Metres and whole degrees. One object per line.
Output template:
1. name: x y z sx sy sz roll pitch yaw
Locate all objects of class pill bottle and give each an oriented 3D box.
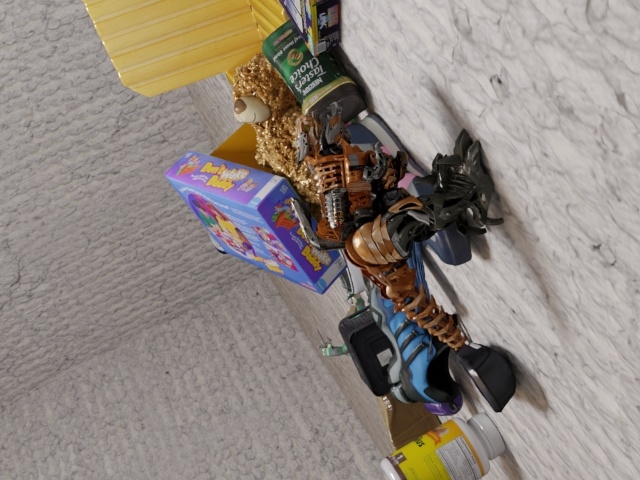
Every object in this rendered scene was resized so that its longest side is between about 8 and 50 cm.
1. pill bottle: 0.226 0.402 1.630 0.117 0.215 0.117 60 171 16

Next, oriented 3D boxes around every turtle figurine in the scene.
1. turtle figurine: 0.077 0.220 2.169 0.118 0.175 0.234 34 177 15

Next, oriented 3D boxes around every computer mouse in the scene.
1. computer mouse: 0.238 0.169 1.383 0.184 0.060 0.262 57 -178 8

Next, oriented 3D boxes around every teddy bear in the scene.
1. teddy bear: -0.054 -0.156 1.552 0.245 0.113 0.338 45 164 50

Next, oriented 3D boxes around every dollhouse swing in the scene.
1. dollhouse swing: -0.227 -0.380 1.596 0.315 0.305 0.347 53 166 49

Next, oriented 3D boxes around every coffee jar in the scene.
1. coffee jar: -0.009 -0.252 1.379 0.184 0.096 0.079 58 -168 20

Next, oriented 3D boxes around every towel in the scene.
1. towel: 0.160 0.059 1.468 0.067 0.029 0.119 74 -174 -60

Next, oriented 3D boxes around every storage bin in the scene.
1. storage bin: 0.132 0.243 2.006 0.180 0.122 0.084 66 171 -21

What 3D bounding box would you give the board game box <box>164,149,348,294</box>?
1. board game box: -0.130 -0.041 1.709 0.347 0.078 0.233 20 152 51

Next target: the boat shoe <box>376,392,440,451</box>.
1. boat shoe: 0.208 0.415 2.155 0.110 0.121 0.341 70 180 -65

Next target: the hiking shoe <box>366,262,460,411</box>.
1. hiking shoe: 0.180 0.160 1.630 0.132 0.113 0.304 1 114 42

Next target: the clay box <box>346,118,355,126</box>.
1. clay box: 0.010 -0.217 1.534 0.127 0.053 0.222 57 171 23

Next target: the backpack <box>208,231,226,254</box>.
1. backpack: -0.194 -0.085 2.445 0.213 0.263 0.276 66 171 -24

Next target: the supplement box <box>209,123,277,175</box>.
1. supplement box: -0.104 -0.150 1.856 0.129 0.191 0.194 38 163 23

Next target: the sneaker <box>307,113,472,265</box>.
1. sneaker: 0.094 -0.054 1.280 0.319 0.131 0.112 53 167 45

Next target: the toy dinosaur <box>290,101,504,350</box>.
1. toy dinosaur: 0.091 -0.025 1.097 0.322 0.218 0.164 65 170 -19

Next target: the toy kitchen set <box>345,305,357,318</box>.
1. toy kitchen set: 0.111 0.227 2.393 0.083 0.075 0.068 -67 -31 -46

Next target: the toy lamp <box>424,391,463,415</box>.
1. toy lamp: 0.221 0.296 1.806 0.080 0.080 0.274 64 172 -9

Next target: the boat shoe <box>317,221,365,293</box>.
1. boat shoe: 0.001 0.000 2.084 0.306 0.105 0.113 64 172 -11

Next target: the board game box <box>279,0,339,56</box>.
1. board game box: -0.025 -0.370 1.286 0.141 0.048 0.170 62 172 18
